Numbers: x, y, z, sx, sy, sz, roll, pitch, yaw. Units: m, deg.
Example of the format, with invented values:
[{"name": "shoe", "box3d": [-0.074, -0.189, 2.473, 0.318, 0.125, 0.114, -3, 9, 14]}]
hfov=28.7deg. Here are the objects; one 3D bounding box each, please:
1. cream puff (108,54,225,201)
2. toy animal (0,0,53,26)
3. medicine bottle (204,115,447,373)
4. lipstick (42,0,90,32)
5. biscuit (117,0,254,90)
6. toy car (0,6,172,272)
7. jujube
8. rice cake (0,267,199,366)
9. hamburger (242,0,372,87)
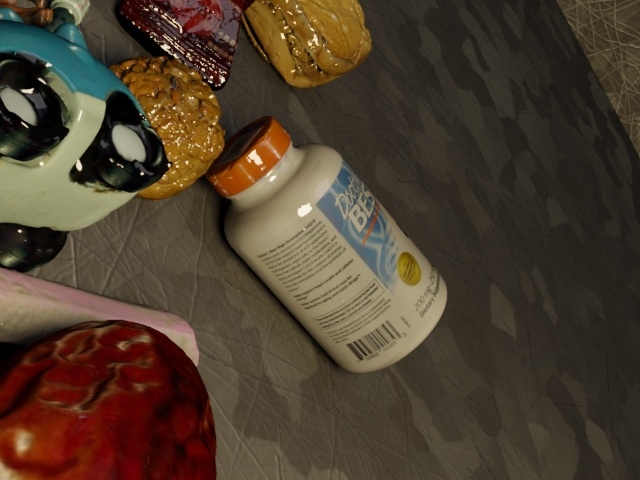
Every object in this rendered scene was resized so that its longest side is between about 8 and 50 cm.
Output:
[{"name": "cream puff", "box3d": [-0.162, -0.120, 1.267, 0.150, 0.115, 0.165, 35, 37, -34]}, {"name": "toy animal", "box3d": [-0.349, -0.209, 1.064, 0.230, 0.066, 0.224, 6, 15, -8]}, {"name": "medicine bottle", "box3d": [0.000, 0.000, 1.376, 0.288, 0.157, 0.157, 49, 31, -21]}, {"name": "lipstick", "box3d": [-0.268, -0.213, 1.268, 0.037, 0.037, 0.116, 45, 39, -27]}, {"name": "biscuit", "box3d": [-0.147, -0.290, 1.471, 0.151, 0.063, 0.235, 33, 39, -18]}, {"name": "toy car", "box3d": [-0.259, -0.098, 1.024, 0.255, 0.188, 0.190, 13, 50, -53]}, {"name": "jujube", "box3d": [-0.176, 0.185, 0.901, 0.223, 0.223, 0.318, 52, 21, -17]}, {"name": "rice cake", "box3d": [-0.239, 0.058, 1.033, 0.073, 0.056, 0.365, 31, 7, 41]}, {"name": "hamburger", "box3d": [-0.022, -0.307, 1.658, 0.214, 0.108, 0.213, 37, 38, -35]}]
